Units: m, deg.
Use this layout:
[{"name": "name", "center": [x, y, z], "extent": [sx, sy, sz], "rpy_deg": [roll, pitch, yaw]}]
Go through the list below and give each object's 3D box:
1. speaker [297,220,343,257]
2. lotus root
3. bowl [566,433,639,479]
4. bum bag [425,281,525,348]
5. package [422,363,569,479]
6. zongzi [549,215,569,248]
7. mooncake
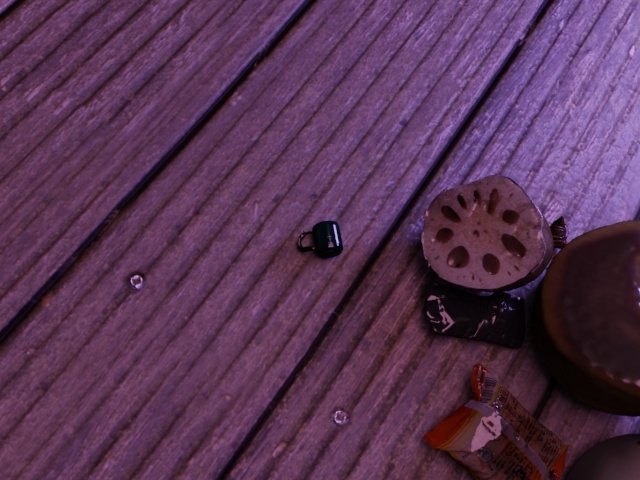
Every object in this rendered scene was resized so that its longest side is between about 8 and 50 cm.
[{"name": "speaker", "center": [-0.001, -0.002, 1.649], "extent": [0.094, 0.060, 0.075], "rpy_deg": [-5, 70, -15]}, {"name": "lotus root", "center": [0.369, -0.003, 1.662], "extent": [0.272, 0.192, 0.272], "rpy_deg": [-4, 80, 26]}, {"name": "bowl", "center": [0.664, 0.556, 1.486], "extent": [0.354, 0.185, 0.354], "rpy_deg": [0, 78, -1]}, {"name": "bum bag", "center": [0.338, 0.164, 1.670], "extent": [0.248, 0.060, 0.123], "rpy_deg": [10, 69, -12]}, {"name": "package", "center": [0.367, 0.422, 1.553], "extent": [0.288, 0.108, 0.223], "rpy_deg": [42, 67, 1]}, {"name": "zongzi", "center": [0.554, -0.027, 1.789], "extent": [0.067, 0.073, 0.083], "rpy_deg": [11, 65, 11]}, {"name": "mooncake", "center": [0.653, 0.164, 1.627], "extent": [0.393, 0.246, 0.394], "rpy_deg": [30, 68, 19]}]
